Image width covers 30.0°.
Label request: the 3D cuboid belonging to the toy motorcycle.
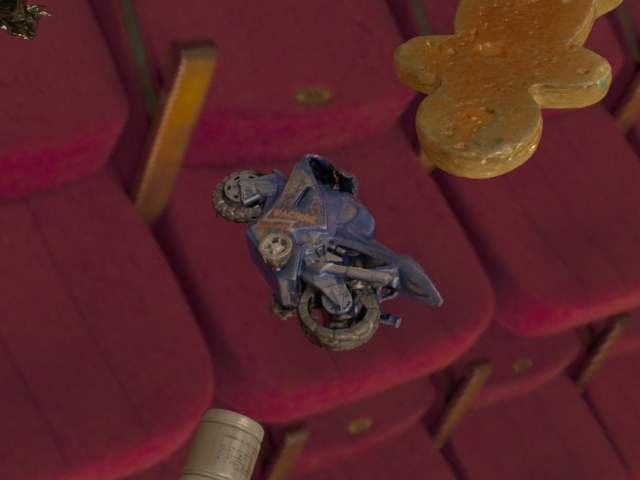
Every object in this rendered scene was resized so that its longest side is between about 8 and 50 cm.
[{"bbox_3d":[0.000,0.000,0.924,0.114,0.205,0.076,-26,140,-16],"label":"toy motorcycle"}]

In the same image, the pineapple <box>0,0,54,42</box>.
[{"bbox_3d":[-0.266,-0.165,0.889,0.124,0.058,0.058,6,152,13],"label":"pineapple"}]

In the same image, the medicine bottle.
[{"bbox_3d":[-0.088,0.197,1.025,0.058,0.058,0.091,77,27,-58],"label":"medicine bottle"}]

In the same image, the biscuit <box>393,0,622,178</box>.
[{"bbox_3d":[0.130,-0.128,0.848,0.030,0.153,0.234,76,27,-45],"label":"biscuit"}]
